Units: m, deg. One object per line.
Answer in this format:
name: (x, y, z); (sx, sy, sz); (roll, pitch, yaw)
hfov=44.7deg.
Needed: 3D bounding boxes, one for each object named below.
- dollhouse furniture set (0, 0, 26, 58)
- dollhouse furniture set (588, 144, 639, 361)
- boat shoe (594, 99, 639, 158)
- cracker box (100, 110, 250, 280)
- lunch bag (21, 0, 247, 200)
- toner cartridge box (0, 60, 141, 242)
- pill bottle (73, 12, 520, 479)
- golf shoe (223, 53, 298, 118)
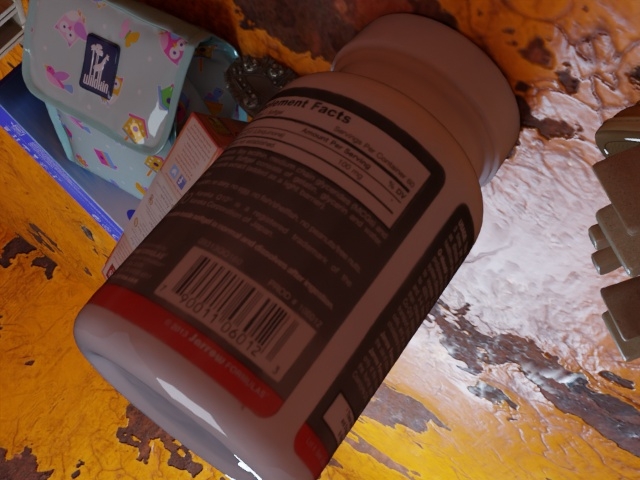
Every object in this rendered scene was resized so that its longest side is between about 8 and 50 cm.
dollhouse furniture set: (-0.540, -0.328, 1.130); (0.184, 0.129, 0.129); (36, 158, 5)
dollhouse furniture set: (0.265, 0.074, 0.427); (0.262, 0.135, 0.259); (48, -160, -60)
boat shoe: (0.297, -0.061, 0.443); (0.104, 0.089, 0.285); (36, 167, -37)
cracker box: (-0.122, -0.024, 0.869); (0.156, 0.232, 0.067); (3, -139, -49)
lunch bag: (-0.207, -0.168, 0.892); (0.223, 0.160, 0.262); (29, 151, 18)
toner cartridge box: (-0.281, -0.119, 1.091); (0.348, 0.165, 0.075); (50, 155, -26)
pill bottle: (0.000, 0.000, 0.623); (0.210, 0.363, 0.210); (32, 156, 16)
golf shoe: (-0.029, -0.125, 0.826); (0.176, 0.069, 0.086); (36, 163, 9)
